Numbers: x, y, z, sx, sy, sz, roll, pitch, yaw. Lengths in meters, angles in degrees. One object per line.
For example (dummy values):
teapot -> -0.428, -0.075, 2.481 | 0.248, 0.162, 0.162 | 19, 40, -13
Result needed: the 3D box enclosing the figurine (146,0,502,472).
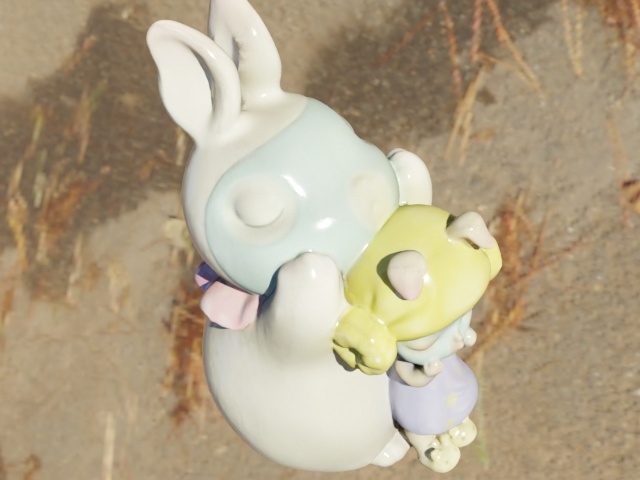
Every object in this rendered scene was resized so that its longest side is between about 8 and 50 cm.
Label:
figurine -> 0.000, 0.000, 0.604 | 0.155, 0.127, 0.235 | 31, 144, 37
